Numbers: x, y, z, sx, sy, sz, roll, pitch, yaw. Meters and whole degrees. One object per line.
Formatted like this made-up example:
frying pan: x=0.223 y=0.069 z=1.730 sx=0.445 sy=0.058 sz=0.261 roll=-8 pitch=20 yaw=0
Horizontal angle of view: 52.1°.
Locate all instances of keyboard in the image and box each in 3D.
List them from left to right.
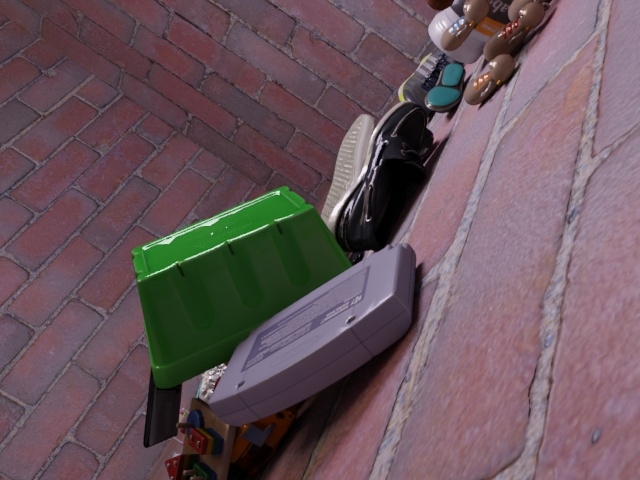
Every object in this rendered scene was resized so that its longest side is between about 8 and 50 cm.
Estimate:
keyboard: x=0.051 y=0.074 z=1.262 sx=0.108 sy=0.023 sz=0.180 roll=-60 pitch=2 yaw=35

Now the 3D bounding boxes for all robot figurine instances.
robot figurine: x=-0.114 y=0.297 z=1.021 sx=0.291 sy=0.085 sz=0.211 roll=-53 pitch=5 yaw=28

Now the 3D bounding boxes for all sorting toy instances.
sorting toy: x=-0.184 y=0.320 z=0.951 sx=0.132 sy=0.046 sz=0.274 roll=11 pitch=91 yaw=56

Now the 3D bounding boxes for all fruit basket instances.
fruit basket: x=-0.114 y=0.132 z=1.125 sx=0.392 sy=0.392 sz=0.283 roll=-56 pitch=25 yaw=3

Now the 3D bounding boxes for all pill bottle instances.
pill bottle: x=0.353 y=-0.510 z=1.342 sx=0.278 sy=0.162 sz=0.162 roll=-52 pitch=6 yaw=43

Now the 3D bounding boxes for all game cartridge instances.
game cartridge: x=-0.006 y=0.123 z=0.839 sx=0.294 sy=0.060 sz=0.196 roll=-33 pitch=10 yaw=22

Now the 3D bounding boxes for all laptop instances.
laptop: x=-0.254 y=0.278 z=1.580 sx=0.382 sy=0.237 sz=0.407 roll=101 pitch=172 yaw=-77

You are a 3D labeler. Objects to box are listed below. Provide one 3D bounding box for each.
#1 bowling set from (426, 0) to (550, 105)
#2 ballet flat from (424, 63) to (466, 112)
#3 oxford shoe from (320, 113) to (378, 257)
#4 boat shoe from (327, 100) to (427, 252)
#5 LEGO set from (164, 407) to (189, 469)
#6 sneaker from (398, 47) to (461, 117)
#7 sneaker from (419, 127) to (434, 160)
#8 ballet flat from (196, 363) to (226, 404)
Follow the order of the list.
bowling set: x=0.283 y=-0.399 z=1.136 sx=0.286 sy=0.200 sz=0.154 roll=-62 pitch=8 yaw=-21
ballet flat: x=0.280 y=-0.320 z=1.452 sx=0.213 sy=0.072 sz=0.068 roll=-60 pitch=-21 yaw=-45
oxford shoe: x=0.092 y=-0.105 z=1.480 sx=0.169 sy=0.130 sz=0.449 roll=-43 pitch=23 yaw=48
boat shoe: x=0.137 y=-0.119 z=1.217 sx=0.113 sy=0.127 sz=0.340 roll=12 pitch=59 yaw=42
LEGO set: x=-0.373 y=0.527 z=1.904 sx=0.132 sy=0.107 sz=0.287 roll=-53 pitch=6 yaw=29
sneaker: x=0.297 y=-0.431 z=1.713 sx=0.121 sy=0.111 sz=0.299 roll=-43 pitch=15 yaw=52
sneaker: x=0.177 y=-0.157 z=1.377 sx=0.178 sy=0.072 sz=0.077 roll=-47 pitch=-5 yaw=14
ballet flat: x=-0.141 y=0.241 z=1.469 sx=0.147 sy=0.147 sz=0.408 roll=-52 pitch=7 yaw=41
